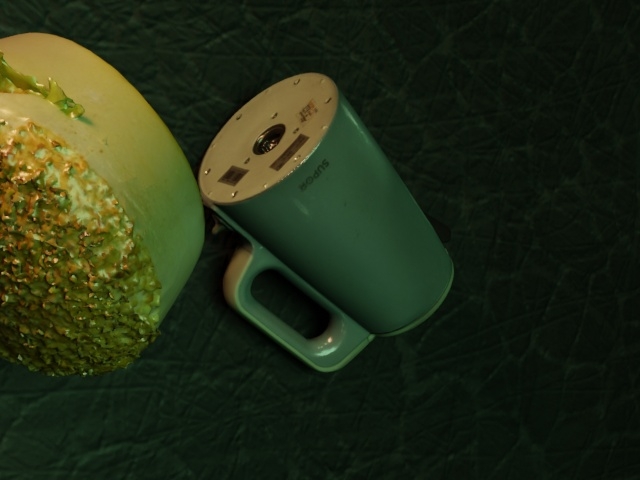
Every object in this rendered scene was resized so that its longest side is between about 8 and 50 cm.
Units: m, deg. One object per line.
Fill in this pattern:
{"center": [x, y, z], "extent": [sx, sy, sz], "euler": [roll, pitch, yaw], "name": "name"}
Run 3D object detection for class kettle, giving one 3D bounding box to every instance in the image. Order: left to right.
{"center": [0.000, 0.000, 1.415], "extent": [0.210, 0.160, 0.243], "euler": [-47, 122, -8], "name": "kettle"}

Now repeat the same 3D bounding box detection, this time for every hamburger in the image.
{"center": [-0.233, -0.022, 1.155], "extent": [0.294, 0.276, 0.179], "euler": [52, 52, -8], "name": "hamburger"}
